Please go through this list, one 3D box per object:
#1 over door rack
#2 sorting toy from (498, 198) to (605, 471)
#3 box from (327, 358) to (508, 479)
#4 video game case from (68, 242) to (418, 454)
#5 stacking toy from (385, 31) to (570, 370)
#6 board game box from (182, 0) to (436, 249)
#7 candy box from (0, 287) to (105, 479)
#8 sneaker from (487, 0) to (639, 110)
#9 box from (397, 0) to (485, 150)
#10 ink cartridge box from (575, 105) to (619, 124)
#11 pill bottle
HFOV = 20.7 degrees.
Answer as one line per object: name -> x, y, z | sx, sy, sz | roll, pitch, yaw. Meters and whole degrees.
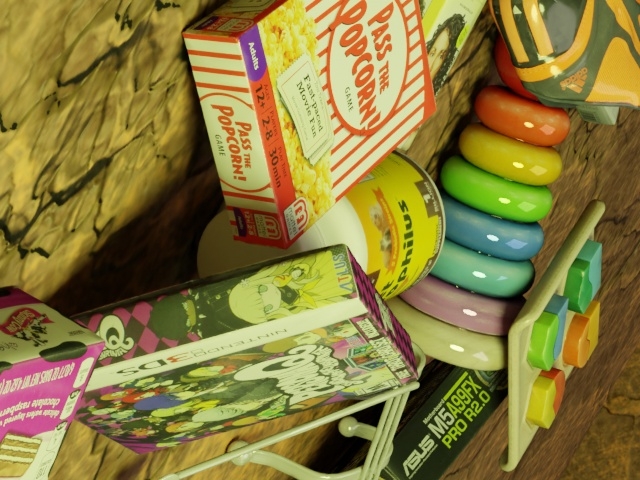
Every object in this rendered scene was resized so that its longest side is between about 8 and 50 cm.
over door rack -> -0.064, 0.217, 1.425 | 0.324, 0.108, 0.239 | -29, 145, -43
sorting toy -> 0.224, 0.092, 1.648 | 0.193, 0.038, 0.208 | -52, 153, -41
box -> 0.095, 0.190, 1.732 | 0.270, 0.060, 0.216 | -44, -179, -39
video game case -> -0.057, 0.075, 1.118 | 0.232, 0.210, 0.041 | 55, 21, -70
stacking toy -> 0.166, -0.055, 1.596 | 0.141, 0.141, 0.330 | -11, 123, -66
board game box -> -0.001, -0.107, 1.122 | 0.193, 0.045, 0.146 | -44, 132, -42
candy box -> -0.222, 0.149, 0.953 | 0.233, 0.071, 0.159 | -65, 162, 14
sneaker -> 0.253, -0.212, 1.495 | 0.321, 0.125, 0.180 | -33, 115, -35
box -> 0.083, -0.184, 1.288 | 0.232, 0.058, 0.087 | -64, 161, 6
ink cartridge box -> 0.305, -0.226, 1.867 | 0.145, 0.045, 0.179 | 32, 69, -71
pill bottle -> 0.000, 0.000, 1.241 | 0.215, 0.117, 0.117 | -20, 136, -63
